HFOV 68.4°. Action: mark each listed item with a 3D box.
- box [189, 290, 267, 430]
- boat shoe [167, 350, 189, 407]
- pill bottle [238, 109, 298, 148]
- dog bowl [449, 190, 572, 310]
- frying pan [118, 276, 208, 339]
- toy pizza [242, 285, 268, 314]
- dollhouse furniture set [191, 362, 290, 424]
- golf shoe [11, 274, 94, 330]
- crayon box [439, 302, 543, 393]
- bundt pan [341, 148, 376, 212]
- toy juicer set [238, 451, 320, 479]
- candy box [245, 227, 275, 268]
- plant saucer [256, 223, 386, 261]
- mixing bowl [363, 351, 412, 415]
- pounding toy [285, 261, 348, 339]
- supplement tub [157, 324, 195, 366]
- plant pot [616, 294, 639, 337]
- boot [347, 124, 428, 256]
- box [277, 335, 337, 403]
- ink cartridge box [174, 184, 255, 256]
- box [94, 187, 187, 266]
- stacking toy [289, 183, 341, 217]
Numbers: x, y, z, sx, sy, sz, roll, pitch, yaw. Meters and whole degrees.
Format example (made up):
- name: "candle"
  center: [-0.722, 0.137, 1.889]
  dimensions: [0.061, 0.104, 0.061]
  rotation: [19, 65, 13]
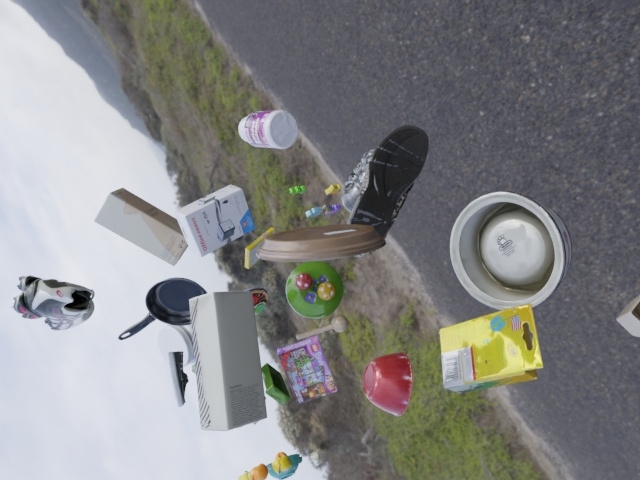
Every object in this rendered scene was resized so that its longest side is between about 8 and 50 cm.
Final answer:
- name: "box"
  center: [-0.197, 0.249, 0.997]
  dimensions: [0.094, 0.113, 0.275]
  rotation: [-18, 74, 38]
- name: "boat shoe"
  center: [-0.351, 0.341, 1.175]
  dimensions: [0.049, 0.040, 0.142]
  rotation: [116, 140, -52]
- name: "pill bottle"
  center: [-0.249, -0.507, 2.152]
  dimensions: [0.302, 0.169, 0.169]
  rotation: [16, 136, 50]
- name: "dog bowl"
  center: [0.658, 0.031, 1.614]
  dimensions: [0.408, 0.150, 0.407]
  rotation: [14, 109, 48]
- name: "frying pan"
  center: [-0.478, 0.231, 1.492]
  dimensions: [0.197, 0.326, 0.053]
  rotation: [28, -152, -24]
- name: "toy pizza"
  center: [-0.234, 0.218, 1.420]
  dimensions: [0.032, 0.201, 0.201]
  rotation: [46, 163, 24]
- name: "dollhouse furniture set"
  center: [-0.293, 0.519, 1.714]
  dimensions: [0.301, 0.197, 0.151]
  rotation: [45, -177, -27]
- name: "golf shoe"
  center: [-0.564, 0.149, 1.065]
  dimensions: [0.273, 0.120, 0.105]
  rotation: [93, 179, -76]
- name: "crayon box"
  center: [0.521, 0.333, 1.429]
  dimensions: [0.081, 0.319, 0.202]
  rotation: [29, -130, -32]
- name: "bundt pan"
  center: [0.197, -0.256, 2.024]
  dimensions: [0.124, 0.330, 0.331]
  rotation: [29, 174, -11]
- name: "toy juicer set"
  center: [-0.127, 0.802, 1.710]
  dimensions: [0.209, 0.329, 0.089]
  rotation: [111, 142, -47]
- name: "candy box"
  center: [-0.269, 0.032, 2.101]
  dimensions: [0.027, 0.206, 0.105]
  rotation: [20, 126, 20]
- name: "plant saucer"
  center: [0.000, 0.000, 1.008]
  dimensions: [0.278, 0.278, 0.041]
  rotation: [-158, 63, -73]
- name: "mixing bowl"
  center: [0.183, 0.406, 1.361]
  dimensions: [0.181, 0.098, 0.181]
  rotation: [-168, 90, -78]
- name: "pounding toy"
  center: [-0.012, 0.170, 1.434]
  dimensions: [0.110, 0.183, 0.236]
  rotation: [96, 163, -77]
- name: "supplement tub"
  center: [-0.473, 0.363, 1.845]
  dimensions: [0.191, 0.272, 0.191]
  rotation: [10, 109, 31]
- name: "plant pot"
  center: [0.999, 0.239, 1.467]
  dimensions: [0.109, 0.109, 0.096]
  rotation: [47, 160, 10]
- name: "boot"
  center: [0.179, -0.121, 1.362]
  dimensions: [0.138, 0.377, 0.284]
  rotation: [22, 170, 6]
- name: "box"
  center: [-0.060, 0.606, 2.201]
  dimensions: [0.057, 0.201, 0.293]
  rotation: [-110, 0, -71]
- name: "ink cartridge box"
  center: [-0.306, -0.059, 1.385]
  dimensions: [0.082, 0.191, 0.139]
  rotation: [20, 134, 49]
- name: "box"
  center: [-0.616, -0.050, 1.679]
  dimensions: [0.311, 0.121, 0.148]
  rotation: [32, -170, -13]
- name: "stacking toy"
  center: [0.007, -0.096, 1.529]
  dimensions: [0.052, 0.221, 0.166]
  rotation: [-34, 72, 46]
